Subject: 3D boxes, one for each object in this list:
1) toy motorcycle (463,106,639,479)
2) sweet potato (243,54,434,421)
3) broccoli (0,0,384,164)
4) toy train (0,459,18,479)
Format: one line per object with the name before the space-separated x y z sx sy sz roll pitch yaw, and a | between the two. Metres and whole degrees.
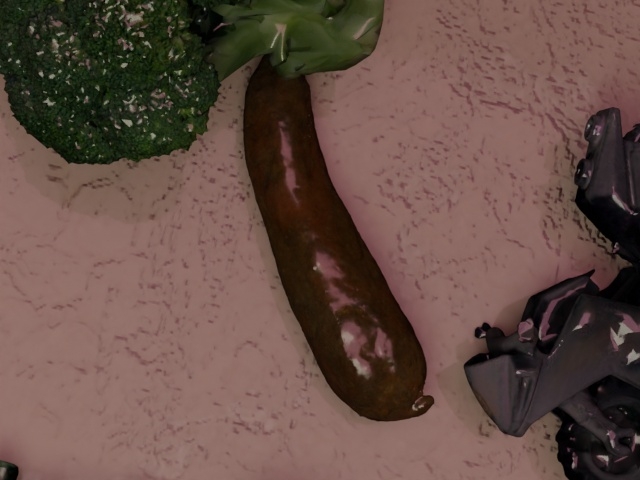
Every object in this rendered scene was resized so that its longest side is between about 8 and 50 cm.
toy motorcycle | 0.187 0.038 1.318 0.159 0.106 0.270 12 85 -11
sweet potato | 0.000 0.000 1.316 0.075 0.075 0.273 -21 82 -9
broccoli | -0.095 -0.169 1.236 0.270 0.270 0.270 7 82 -21
toy train | -0.130 0.250 1.248 0.298 0.120 0.194 13 74 -5
